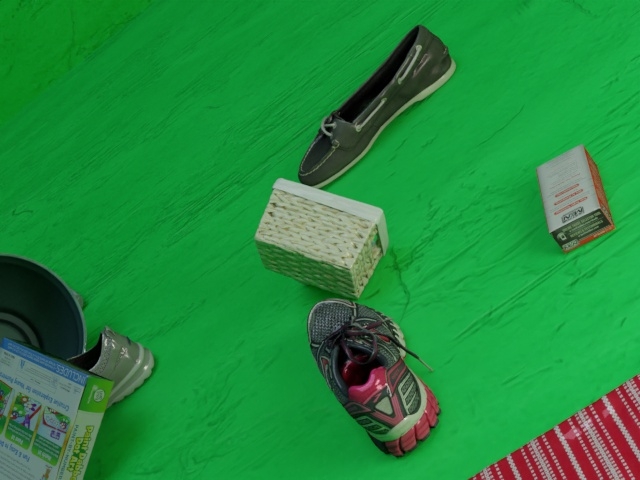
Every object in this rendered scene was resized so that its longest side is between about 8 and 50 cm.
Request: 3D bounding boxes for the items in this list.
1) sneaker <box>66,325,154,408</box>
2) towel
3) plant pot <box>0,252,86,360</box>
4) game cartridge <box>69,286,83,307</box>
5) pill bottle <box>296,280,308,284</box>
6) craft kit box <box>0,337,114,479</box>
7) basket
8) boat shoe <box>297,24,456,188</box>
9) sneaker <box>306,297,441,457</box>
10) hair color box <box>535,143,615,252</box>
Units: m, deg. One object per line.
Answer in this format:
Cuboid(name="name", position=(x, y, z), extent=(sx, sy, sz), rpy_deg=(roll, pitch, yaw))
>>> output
Cuboid(name="sneaker", position=(-0.406, 0.246, 1.796), extent=(0.281, 0.115, 0.105), rpy_deg=(-44, 30, -3))
Cuboid(name="towel", position=(0.277, 0.234, 1.092), extent=(0.275, 0.031, 0.199), rpy_deg=(-35, 30, 13))
Cuboid(name="plant pot", position=(-0.564, 0.186, 1.938), extent=(0.293, 0.293, 0.196), rpy_deg=(-55, 5, -22))
Cuboid(name="game cartridge", position=(-0.595, 0.194, 2.153), extent=(0.297, 0.062, 0.198), rpy_deg=(-49, 26, -12))
Cuboid(name="pill bottle", position=(-0.003, 0.006, 1.683), extent=(0.067, 0.067, 0.120), rpy_deg=(5, 53, 52))
Cuboid(name="craft kit box", position=(-0.439, 0.296, 1.700), extent=(0.250, 0.061, 0.246), rpy_deg=(14, 83, 44))
Cuboid(name="basket", position=(0.000, 0.000, 1.580), extent=(0.167, 0.113, 0.103), rpy_deg=(17, 65, 17))
Cuboid(name="boat shoe", position=(0.074, -0.226, 1.867), extent=(0.335, 0.095, 0.112), rpy_deg=(-41, 30, 1))
Cuboid(name="sneaker", position=(0.051, 0.142, 1.398), extent=(0.121, 0.112, 0.299), rpy_deg=(-42, 29, -1))
Cuboid(name="hair color box", position=(0.319, -0.054, 1.406), extent=(0.072, 0.043, 0.141), rpy_deg=(-28, 31, 23))
